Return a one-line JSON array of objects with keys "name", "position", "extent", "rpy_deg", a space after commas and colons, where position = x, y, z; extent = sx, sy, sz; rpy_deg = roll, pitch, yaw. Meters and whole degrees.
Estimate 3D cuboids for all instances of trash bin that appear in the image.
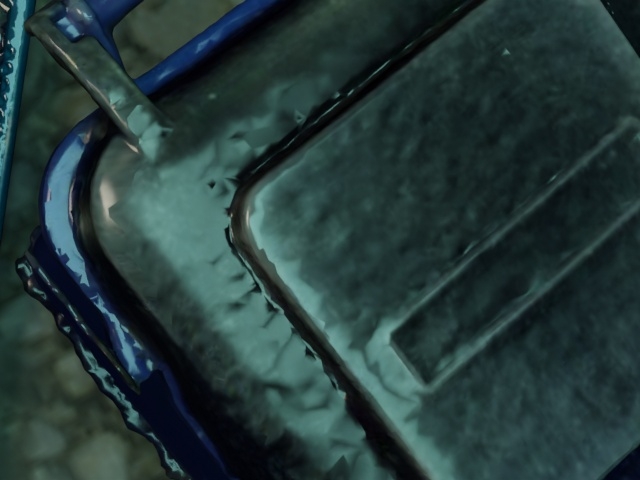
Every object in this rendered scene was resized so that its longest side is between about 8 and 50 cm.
[{"name": "trash bin", "position": [0.000, 0.000, 0.457], "extent": [0.162, 0.234, 0.184], "rpy_deg": [-39, 99, -17]}]

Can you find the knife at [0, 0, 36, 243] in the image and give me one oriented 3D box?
[{"name": "knife", "position": [-0.129, 0.041, 0.524], "extent": [0.044, 0.026, 0.296], "rpy_deg": [8, 86, -5]}]
